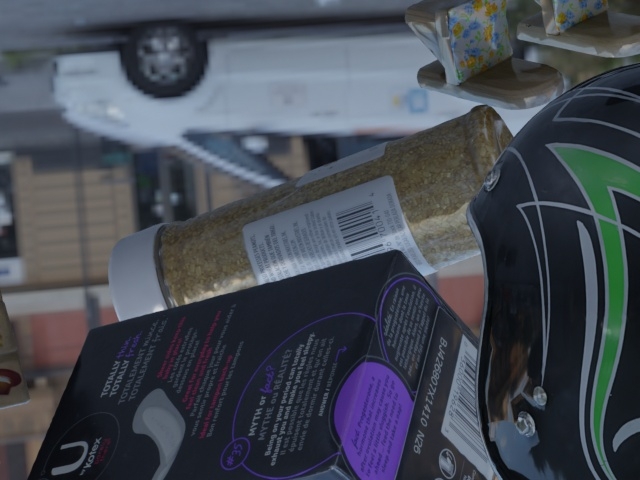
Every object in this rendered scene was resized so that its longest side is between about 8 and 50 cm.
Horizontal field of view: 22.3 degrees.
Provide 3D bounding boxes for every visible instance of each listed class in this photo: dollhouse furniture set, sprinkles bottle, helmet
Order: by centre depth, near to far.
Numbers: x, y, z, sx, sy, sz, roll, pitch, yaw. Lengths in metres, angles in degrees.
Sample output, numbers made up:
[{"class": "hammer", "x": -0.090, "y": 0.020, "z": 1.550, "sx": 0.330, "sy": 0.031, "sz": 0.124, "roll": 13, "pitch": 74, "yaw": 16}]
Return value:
[{"class": "helmet", "x": 0.134, "y": 0.016, "z": 0.568, "sx": 0.169, "sy": 0.162, "sz": 0.169, "roll": 0, "pitch": 176, "yaw": 0}, {"class": "sprinkles bottle", "x": 0.000, "y": 0.000, "z": 1.367, "sx": 0.355, "sy": 0.121, "sz": 0.121, "roll": -20, "pitch": 178, "yaw": 17}, {"class": "dollhouse furniture set", "x": 0.272, "y": -0.344, "z": 1.415, "sx": 0.394, "sy": 0.362, "sz": 0.256, "roll": -28, "pitch": -150, "yaw": -30}]

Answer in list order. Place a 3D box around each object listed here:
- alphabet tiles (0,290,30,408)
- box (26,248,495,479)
[{"class": "alphabet tiles", "x": -0.315, "y": 0.077, "z": 1.127, "sx": 0.237, "sy": 0.198, "sz": 0.009, "roll": -9, "pitch": 168, "yaw": -46}, {"class": "box", "x": -0.036, "y": 0.133, "z": 1.024, "sx": 0.270, "sy": 0.165, "sz": 0.143, "roll": -15, "pitch": 132, "yaw": 37}]
